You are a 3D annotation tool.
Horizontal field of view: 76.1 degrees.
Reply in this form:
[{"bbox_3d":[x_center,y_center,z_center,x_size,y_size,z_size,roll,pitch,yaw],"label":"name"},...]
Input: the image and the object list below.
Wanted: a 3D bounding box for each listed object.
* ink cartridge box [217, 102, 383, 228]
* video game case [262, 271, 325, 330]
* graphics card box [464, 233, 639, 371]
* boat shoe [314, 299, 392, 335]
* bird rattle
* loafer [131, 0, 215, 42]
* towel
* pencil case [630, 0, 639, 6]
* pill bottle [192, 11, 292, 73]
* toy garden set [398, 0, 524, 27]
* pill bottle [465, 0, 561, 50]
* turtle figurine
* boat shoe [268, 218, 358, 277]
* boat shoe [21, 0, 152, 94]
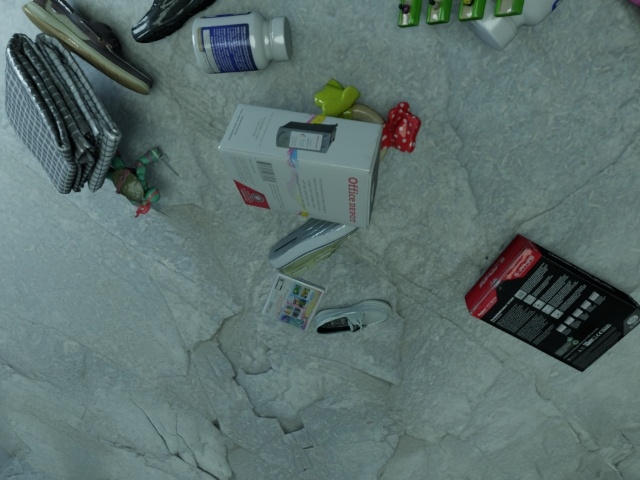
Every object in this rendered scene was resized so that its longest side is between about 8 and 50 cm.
[{"bbox_3d":[-0.032,-0.154,0.881,0.306,0.131,0.226,11,155,9],"label":"ink cartridge box"},{"bbox_3d":[-0.080,0.178,1.190,0.143,0.019,0.157,22,116,-5],"label":"video game case"},{"bbox_3d":[0.600,0.168,1.063,0.370,0.094,0.233,27,116,-6],"label":"graphics card box"},{"bbox_3d":[0.091,0.231,1.160,0.227,0.081,0.079,-11,114,12],"label":"boat shoe"},{"bbox_3d":[0.092,-0.246,0.930,0.253,0.143,0.207,20,129,-18],"label":"bird rattle"},{"bbox_3d":[-0.310,-0.497,0.857,0.223,0.076,0.078,-28,105,14],"label":"loafer"},{"bbox_3d":[-0.581,-0.260,0.897,0.235,0.121,0.284,-33,88,46],"label":"towel"},{"bbox_3d":[0.670,-0.430,0.765,0.209,0.095,0.098,41,134,-11],"label":"pencil case"},{"bbox_3d":[-0.159,-0.414,0.855,0.186,0.112,0.112,-1,116,8],"label":"pill bottle"},{"bbox_3d":[0.243,-0.500,0.718,0.244,0.049,0.204,20,112,43],"label":"toy garden set"},{"bbox_3d":[0.389,-0.492,0.730,0.152,0.152,0.272,38,114,-12],"label":"pill bottle"},{"bbox_3d":[-0.465,-0.157,1.022,0.234,0.118,0.175,35,111,-3],"label":"turtle figurine"},{"bbox_3d":[0.000,0.000,1.059,0.302,0.109,0.094,-28,125,28],"label":"boat shoe"},{"bbox_3d":[-0.490,-0.434,0.894,0.285,0.103,0.092,33,83,-10],"label":"boat shoe"}]
